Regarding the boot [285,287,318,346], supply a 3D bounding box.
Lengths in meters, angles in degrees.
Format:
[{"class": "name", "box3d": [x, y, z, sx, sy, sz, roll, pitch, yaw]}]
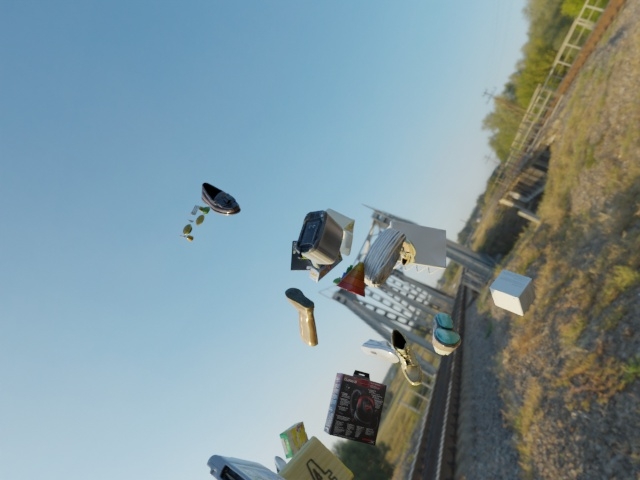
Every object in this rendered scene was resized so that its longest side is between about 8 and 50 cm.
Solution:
[{"class": "boot", "box3d": [-0.106, 0.419, 2.460, 0.089, 0.236, 0.269, -22, -55, -27]}]

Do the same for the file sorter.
[{"class": "file sorter", "box3d": [0.436, 0.044, 2.158, 0.173, 0.278, 0.192, 125, 152, -66]}]

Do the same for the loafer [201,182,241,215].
[{"class": "loafer", "box3d": [-0.502, -0.206, 2.208, 0.109, 0.303, 0.095, -29, -53, -32]}]

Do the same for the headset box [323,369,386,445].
[{"class": "headset box", "box3d": [0.160, 0.735, 2.015, 0.110, 0.218, 0.293, 137, 149, -70]}]

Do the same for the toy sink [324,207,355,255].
[{"class": "toy sink", "box3d": [0.100, -0.048, 2.432, 0.131, 0.234, 0.152, -37, -35, -42]}]

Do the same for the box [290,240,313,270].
[{"class": "box", "box3d": [-0.086, 0.091, 2.674, 0.045, 0.191, 0.184, 22, -110, -57]}]

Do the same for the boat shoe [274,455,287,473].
[{"class": "boat shoe", "box3d": [-0.145, 0.856, 1.672, 0.040, 0.049, 0.142, -61, 26, -4]}]

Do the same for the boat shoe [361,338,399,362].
[{"class": "boat shoe", "box3d": [0.315, 0.546, 2.282, 0.084, 0.258, 0.095, -44, -62, -28]}]

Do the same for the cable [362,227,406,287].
[{"class": "cable", "box3d": [0.255, 0.072, 1.827, 0.257, 0.089, 0.257, -59, -20, -10]}]

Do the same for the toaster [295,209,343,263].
[{"class": "toaster", "box3d": [0.000, 0.000, 1.802, 0.146, 0.129, 0.226, 35, -119, -38]}]

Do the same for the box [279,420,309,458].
[{"class": "box", "box3d": [-0.107, 0.854, 1.940, 0.043, 0.105, 0.179, -23, -13, 22]}]

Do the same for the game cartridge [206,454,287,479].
[{"class": "game cartridge", "box3d": [-0.117, 0.610, 1.081, 0.198, 0.297, 0.062, 38, -110, -47]}]

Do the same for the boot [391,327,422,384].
[{"class": "boot", "box3d": [0.353, 0.480, 1.859, 0.077, 0.213, 0.165, -22, -34, 8]}]

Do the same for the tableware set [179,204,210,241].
[{"class": "tableware set", "box3d": [-0.492, -0.069, 1.781, 0.024, 0.104, 0.154, 38, -111, -45]}]

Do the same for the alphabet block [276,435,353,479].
[{"class": "alphabet block", "box3d": [-0.038, 0.827, 1.517, 0.197, 0.193, 0.192, -31, -27, -45]}]

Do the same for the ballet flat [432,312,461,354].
[{"class": "ballet flat", "box3d": [0.493, 0.390, 1.787, 0.316, 0.108, 0.106, -35, -43, -71]}]

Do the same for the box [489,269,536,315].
[{"class": "box", "box3d": [0.620, 0.167, 1.450, 0.087, 0.102, 0.101, -47, -50, -19]}]

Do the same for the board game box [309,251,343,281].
[{"class": "board game box", "box3d": [0.015, 0.104, 2.251, 0.194, 0.060, 0.194, -48, -31, -17]}]

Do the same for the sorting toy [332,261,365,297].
[{"class": "sorting toy", "box3d": [0.130, 0.143, 1.844, 0.365, 0.127, 0.126, 157, 135, -87]}]

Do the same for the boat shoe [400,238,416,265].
[{"class": "boat shoe", "box3d": [0.306, 0.047, 1.592, 0.045, 0.050, 0.135, -31, -39, -10]}]
